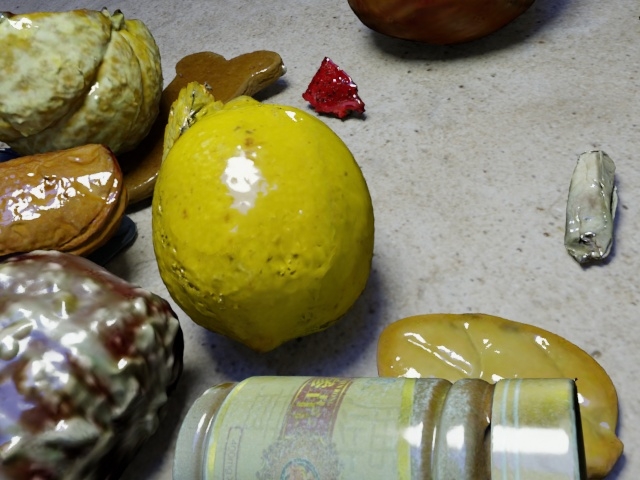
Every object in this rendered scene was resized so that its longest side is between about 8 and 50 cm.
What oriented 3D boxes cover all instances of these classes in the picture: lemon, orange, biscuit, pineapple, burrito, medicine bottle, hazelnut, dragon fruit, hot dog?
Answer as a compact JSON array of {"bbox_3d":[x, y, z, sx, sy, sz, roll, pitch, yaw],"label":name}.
[{"bbox_3d":[-0.065,-0.025,0.674,0.258,0.258,0.310,-13,73,5],"label":"lemon"},{"bbox_3d":[-0.390,-0.226,0.921,0.271,0.210,0.368,-20,12,15],"label":"orange"},{"bbox_3d":[0.167,0.151,0.585,0.260,0.041,0.203,27,59,34],"label":"biscuit"},{"bbox_3d":[-0.172,-0.119,0.913,0.164,0.249,0.140,-7,13,-34],"label":"pineapple"},{"bbox_3d":[0.343,-0.045,0.726,0.058,0.045,0.188,-14,39,42],"label":"burrito"},{"bbox_3d":[0.046,0.191,0.480,0.323,0.151,0.151,-6,44,26],"label":"medicine bottle"},{"bbox_3d":[0.231,-0.538,1.062,0.421,0.353,0.421,-40,17,14],"label":"hazelnut"},{"bbox_3d":[-0.262,-0.213,1.080,0.283,0.064,0.432,10,54,26],"label":"biscuit"},{"bbox_3d":[0.023,-0.252,1.028,0.063,0.097,0.131,-35,65,-13],"label":"dragon fruit"},{"bbox_3d":[-0.398,-0.040,0.763,0.272,0.122,0.196,-22,50,-23],"label":"hot dog"}]

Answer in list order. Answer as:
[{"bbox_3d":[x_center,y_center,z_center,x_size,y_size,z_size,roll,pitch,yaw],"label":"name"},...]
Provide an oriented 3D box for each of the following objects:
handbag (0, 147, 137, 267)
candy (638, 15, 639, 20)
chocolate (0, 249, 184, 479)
[{"bbox_3d":[-0.485,-0.003,0.902,0.326,0.118,0.269,18,51,28],"label":"handbag"},{"bbox_3d":[0.705,-0.428,0.966,0.297,0.081,0.187,6,47,24],"label":"candy"},{"bbox_3d":[-0.277,0.166,0.595,0.210,0.225,0.340,15,52,20],"label":"chocolate"}]
